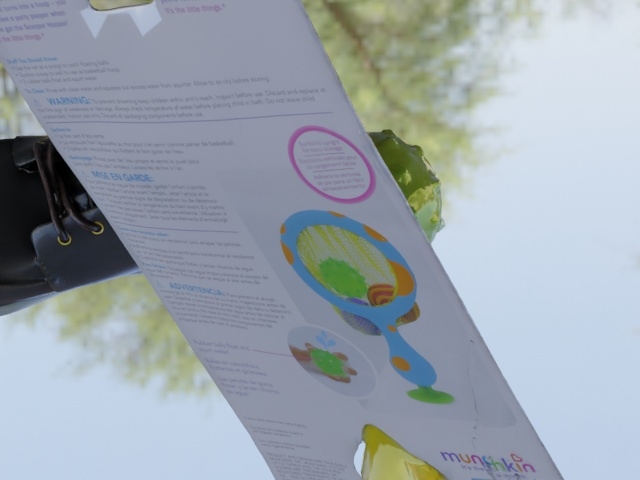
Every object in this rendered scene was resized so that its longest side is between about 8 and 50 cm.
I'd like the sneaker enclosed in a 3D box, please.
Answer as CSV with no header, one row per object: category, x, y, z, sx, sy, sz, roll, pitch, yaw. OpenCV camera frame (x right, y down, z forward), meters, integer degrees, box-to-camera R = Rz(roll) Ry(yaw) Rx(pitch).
sneaker,-0.102,-0.030,0.803,0.222,0.083,0.118,-10,161,-24

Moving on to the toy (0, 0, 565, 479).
toy,0.000,0.000,0.579,0.137,0.237,0.056,1,-141,42
